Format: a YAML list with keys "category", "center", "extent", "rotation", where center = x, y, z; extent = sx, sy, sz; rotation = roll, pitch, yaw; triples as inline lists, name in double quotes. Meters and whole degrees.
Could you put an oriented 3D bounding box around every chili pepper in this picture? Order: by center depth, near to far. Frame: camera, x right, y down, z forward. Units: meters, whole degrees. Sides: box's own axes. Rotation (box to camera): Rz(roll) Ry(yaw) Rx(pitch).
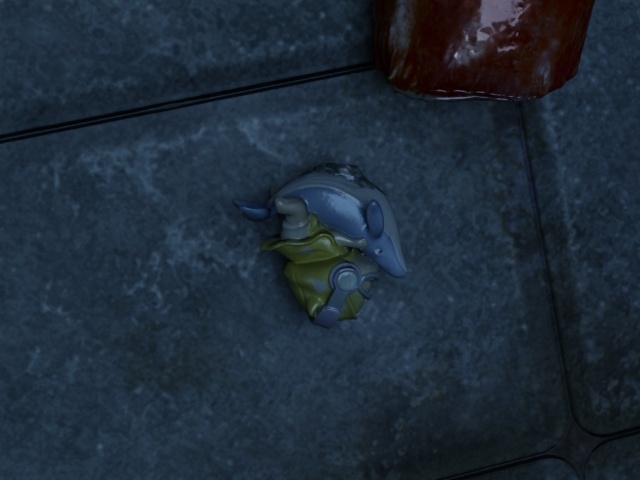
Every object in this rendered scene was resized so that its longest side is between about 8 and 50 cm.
- category: "chili pepper"
  center: [0.193, -0.307, 1.792]
  extent: [0.251, 0.229, 0.305]
  rotation: [6, 104, -17]

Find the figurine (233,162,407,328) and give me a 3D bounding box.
- category: "figurine"
  center: [0.000, 0.000, 1.803]
  extent: [0.208, 0.128, 0.184]
  rotation: [18, 93, -7]
